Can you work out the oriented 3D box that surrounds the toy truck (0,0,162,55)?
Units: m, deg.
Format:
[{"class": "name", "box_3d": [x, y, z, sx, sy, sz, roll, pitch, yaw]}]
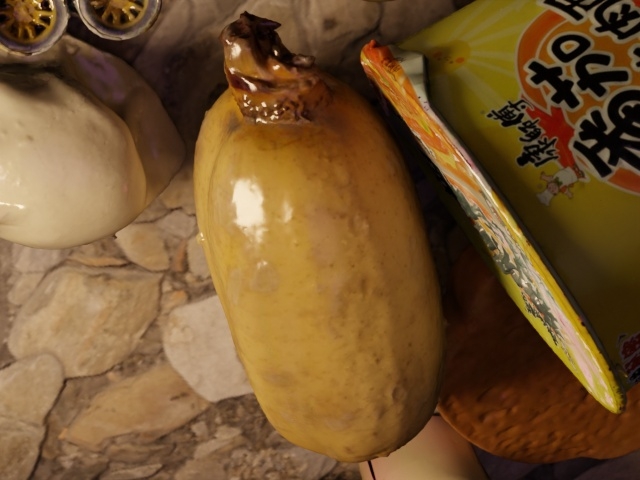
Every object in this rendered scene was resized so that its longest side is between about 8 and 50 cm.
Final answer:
[{"class": "toy truck", "box_3d": [-0.214, -0.179, 0.750, 0.272, 0.124, 0.157, -12, 109, -11]}]

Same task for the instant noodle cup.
[{"class": "instant noodle cup", "box_3d": [0.176, -0.058, 0.791, 0.200, 0.264, 0.264, -34, 124, 0]}]

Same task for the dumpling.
[{"class": "dumpling", "box_3d": [-0.176, -0.065, 0.858, 0.176, 0.092, 0.150, -5, 109, -3]}]

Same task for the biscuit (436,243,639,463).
[{"class": "biscuit", "box_3d": [0.247, 0.054, 1.041, 0.351, 0.057, 0.312, -25, 139, 2]}]

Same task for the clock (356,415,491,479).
[{"class": "clock", "box_3d": [0.037, 0.315, 1.144, 0.309, 0.114, 0.284, -28, 126, 5]}]

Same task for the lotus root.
[{"class": "lotus root", "box_3d": [0.000, 0.000, 0.894, 0.151, 0.169, 0.343, -18, 124, -11]}]
